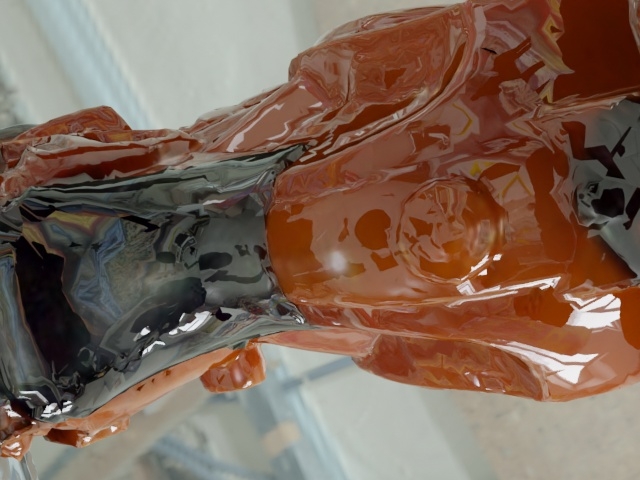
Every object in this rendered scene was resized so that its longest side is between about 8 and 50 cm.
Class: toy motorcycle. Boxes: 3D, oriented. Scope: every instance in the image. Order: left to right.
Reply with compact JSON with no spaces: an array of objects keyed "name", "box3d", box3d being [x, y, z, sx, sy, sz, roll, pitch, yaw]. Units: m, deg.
[{"name":"toy motorcycle","box3d":[0.000,0.000,0.415,0.221,0.326,0.147,-127,-156,-83]}]
